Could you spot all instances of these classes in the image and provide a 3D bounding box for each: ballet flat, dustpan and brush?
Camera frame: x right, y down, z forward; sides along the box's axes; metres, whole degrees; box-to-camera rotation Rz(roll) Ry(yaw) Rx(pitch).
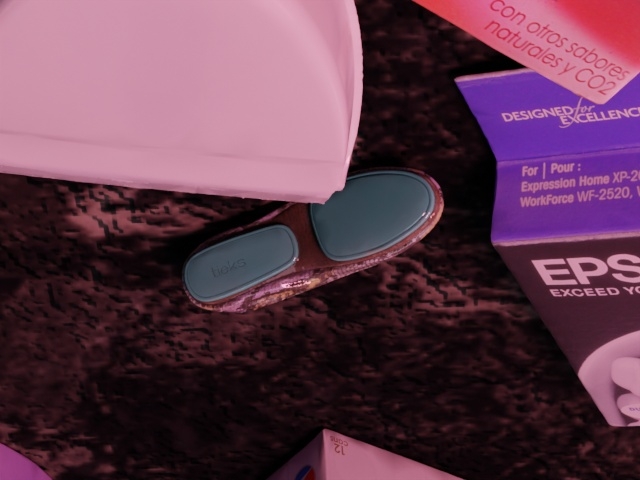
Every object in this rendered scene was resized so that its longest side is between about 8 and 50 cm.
[{"bbox_3d":[0.000,0.000,0.693,0.114,0.041,0.041,-20,136,17],"label":"ballet flat"},{"bbox_3d":[-0.050,-0.103,0.562,0.147,0.060,0.211,6,144,-4],"label":"dustpan and brush"}]

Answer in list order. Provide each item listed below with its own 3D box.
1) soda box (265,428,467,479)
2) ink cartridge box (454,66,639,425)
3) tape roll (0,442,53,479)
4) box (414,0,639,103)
[{"bbox_3d":[0.071,0.170,0.857,0.216,0.074,0.069,23,132,-27],"label":"soda box"},{"bbox_3d":[0.178,0.003,0.660,0.206,0.045,0.208,-6,142,29],"label":"ink cartridge box"},{"bbox_3d":[-0.215,0.171,0.829,0.189,0.080,0.189,-2,138,-2],"label":"tape roll"},{"bbox_3d":[-0.004,-0.182,0.398,0.300,0.154,0.142,26,130,-28],"label":"box"}]
